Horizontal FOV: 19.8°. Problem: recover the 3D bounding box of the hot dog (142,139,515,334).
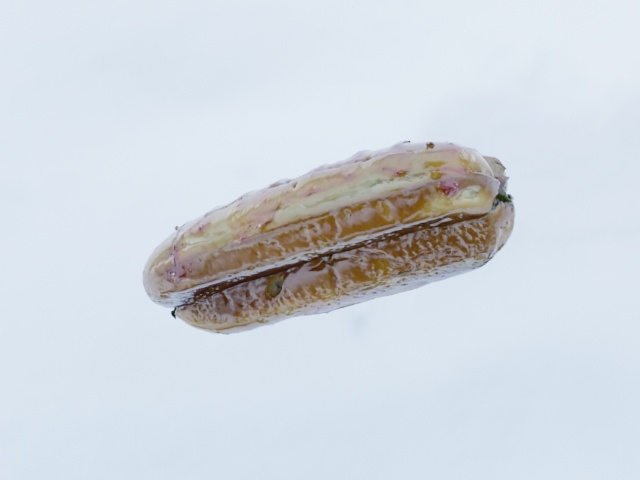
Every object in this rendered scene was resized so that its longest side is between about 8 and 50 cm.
[{"bbox_3d":[0.000,-0.001,0.634,0.144,0.062,0.038,-17,52,29],"label":"hot dog"}]
